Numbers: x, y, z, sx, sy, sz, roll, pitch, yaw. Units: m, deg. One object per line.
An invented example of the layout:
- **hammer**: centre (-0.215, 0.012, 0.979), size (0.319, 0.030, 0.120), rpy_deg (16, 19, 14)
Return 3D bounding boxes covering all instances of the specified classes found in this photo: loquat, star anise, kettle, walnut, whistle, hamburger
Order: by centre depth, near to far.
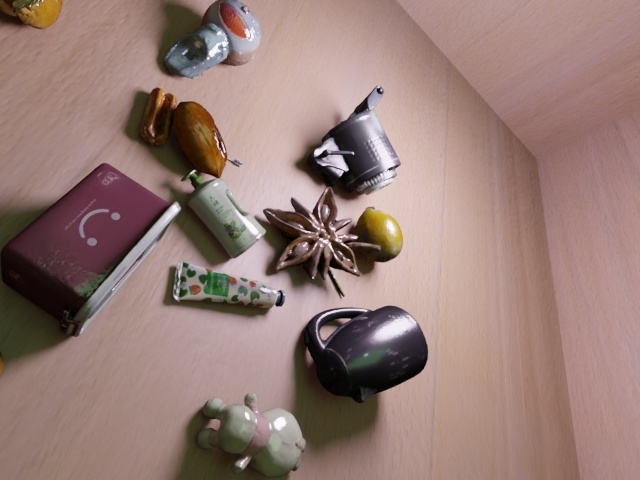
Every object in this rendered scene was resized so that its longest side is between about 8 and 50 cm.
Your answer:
- **hamburger**: centre (-0.615, -0.567, 0.913), size (0.124, 0.131, 0.262), rpy_deg (6, 67, -3)
- **walnut**: centre (-0.300, -0.252, 1.056), size (0.116, 0.116, 0.207), rpy_deg (-35, 105, -46)
- **kettle**: centre (0.098, 0.290, 1.126), size (0.290, 0.207, 0.268), rpy_deg (-12, 49, -36)
- **whistle**: centre (-0.294, -0.573, 1.192), size (0.189, 0.189, 0.348), rpy_deg (49, 56, -13)
- **star anise**: centre (0.000, -0.002, 1.206), size (0.349, 0.109, 0.292), rpy_deg (-26, 95, -30)
- **loquat**: centre (0.188, -0.019, 1.361), size (0.152, 0.152, 0.195), rpy_deg (4, 64, -41)

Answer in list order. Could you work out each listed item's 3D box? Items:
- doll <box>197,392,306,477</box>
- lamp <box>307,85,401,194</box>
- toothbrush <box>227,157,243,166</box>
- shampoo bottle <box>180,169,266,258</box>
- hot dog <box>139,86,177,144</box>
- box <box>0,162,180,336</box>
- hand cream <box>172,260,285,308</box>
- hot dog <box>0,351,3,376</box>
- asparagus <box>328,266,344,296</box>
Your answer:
- **doll**: centre (-0.124, 0.423, 0.887), size (0.275, 0.113, 0.155), rpy_deg (33, 48, -25)
- **lamp**: centre (0.149, -0.296, 1.418), size (0.272, 0.205, 0.374), rpy_deg (46, 63, -9)
- **toothbrush**: centre (-0.285, -0.246, 1.138), size (0.167, 0.014, 0.011), rpy_deg (27, 37, -30)
- **shampoo bottle**: centre (-0.248, -0.076, 1.037), size (0.234, 0.087, 0.118), rpy_deg (52, 48, -10)
- **hot dog**: centre (-0.402, -0.307, 1.039), size (0.071, 0.045, 0.165), rpy_deg (23, 56, -35)
- **box**: centre (-0.421, 0.009, 0.775), size (0.167, 0.193, 0.294), rpy_deg (37, 49, -12)
- **hand cream**: centre (-0.212, 0.118, 1.002), size (0.276, 0.059, 0.095), rpy_deg (15, 58, -32)
- **hot dog**: centre (-0.552, 0.195, 0.652), size (0.140, 0.060, 0.090), rpy_deg (50, 49, -3)
- **asparagus**: centre (0.033, 0.097, 1.262), size (0.016, 0.013, 0.166), rpy_deg (-28, 88, -5)
